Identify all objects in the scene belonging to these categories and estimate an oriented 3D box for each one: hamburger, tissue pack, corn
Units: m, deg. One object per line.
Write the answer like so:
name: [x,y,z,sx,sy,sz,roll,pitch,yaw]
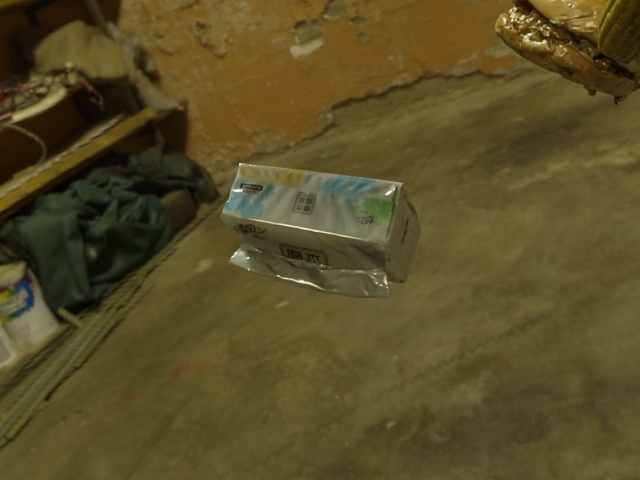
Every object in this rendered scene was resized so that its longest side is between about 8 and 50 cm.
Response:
hamburger: [0.497,-0.396,1.427,0.158,0.318,0.318,-59,10,18]
tissue pack: [0.000,0.000,0.968,0.229,0.159,0.145,11,72,20]
corn: [0.344,-0.261,0.744,0.080,0.080,0.231,-25,-21,-8]
